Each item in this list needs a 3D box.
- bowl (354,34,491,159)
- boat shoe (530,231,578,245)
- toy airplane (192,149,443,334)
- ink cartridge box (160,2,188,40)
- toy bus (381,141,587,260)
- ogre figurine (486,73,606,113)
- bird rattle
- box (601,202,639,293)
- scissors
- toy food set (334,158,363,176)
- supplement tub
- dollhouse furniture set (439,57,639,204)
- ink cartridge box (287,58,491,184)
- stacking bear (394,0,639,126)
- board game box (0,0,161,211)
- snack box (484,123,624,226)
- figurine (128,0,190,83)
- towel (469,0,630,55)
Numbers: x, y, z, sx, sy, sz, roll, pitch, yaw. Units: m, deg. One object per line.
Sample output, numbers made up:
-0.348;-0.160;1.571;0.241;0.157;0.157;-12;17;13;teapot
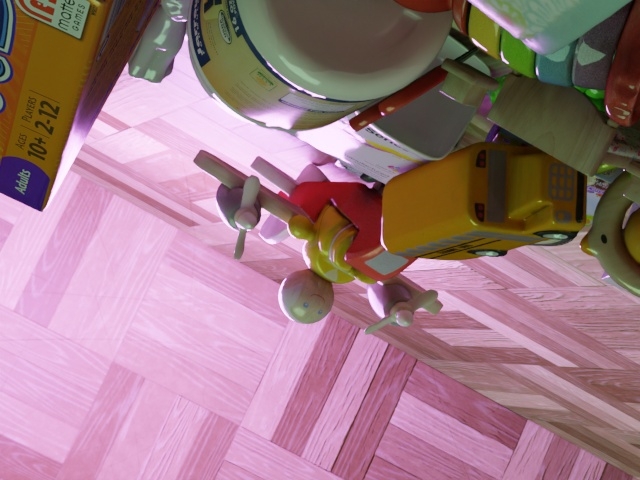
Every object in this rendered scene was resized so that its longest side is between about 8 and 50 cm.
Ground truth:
0.109;-0.174;1.961;0.142;0.142;0.053;33;168;-10;bowl
0.274;-0.042;2.353;0.092;0.102;0.285;27;173;-33;boat shoe
0.000;0.000;2.649;0.386;0.272;0.384;22;168;14;toy airplane
-0.276;-0.354;2.243;0.225;0.056;0.181;25;169;24;ink cartridge box
0.194;-0.048;2.029;0.130;0.108;0.333;7;171;-19;toy bus
0.267;-0.159;1.872;0.118;0.096;0.197;19;-176;-31;ogre figurine
0.413;-0.026;1.935;0.254;0.207;0.143;33;-173;5;bird rattle
0.441;0.001;2.116;0.091;0.130;0.170;26;169;-6;box
0.135;-0.181;1.825;0.109;0.297;0.021;-30;92;43;scissors
0.076;-0.131;2.321;0.232;0.111;0.104;23;168;-5;toy food set
-0.012;-0.237;1.774;0.228;0.228;0.316;28;167;-13;supplement tub
0.359;-0.139;1.716;0.355;0.173;0.303;34;-164;36;dollhouse furniture set
0.063;-0.182;2.120;0.201;0.117;0.278;27;167;-10;ink cartridge box
0.186;-0.234;1.560;0.289;0.175;0.164;22;-172;15;stacking bear
-0.306;-0.314;1.505;0.356;0.356;0.356;26;149;-4;board game box
0.294;-0.100;2.123;0.175;0.070;0.207;25;169;2;snack box
-0.132;-0.267;2.133;0.215;0.092;0.209;14;154;-18;figurine
0.145;-0.311;1.283;0.320;0.090;0.374;41;156;-7;towel
